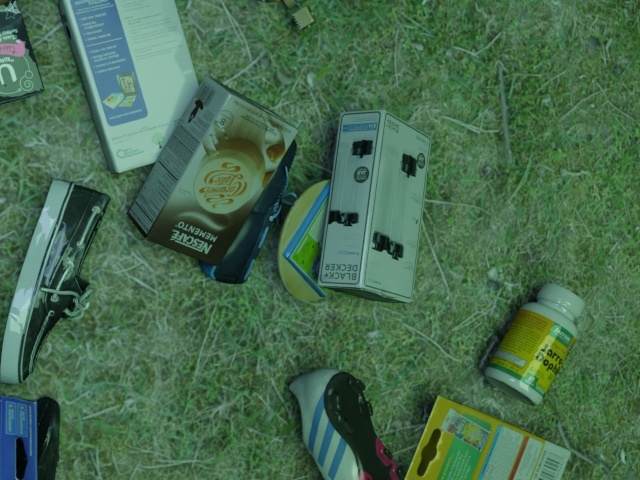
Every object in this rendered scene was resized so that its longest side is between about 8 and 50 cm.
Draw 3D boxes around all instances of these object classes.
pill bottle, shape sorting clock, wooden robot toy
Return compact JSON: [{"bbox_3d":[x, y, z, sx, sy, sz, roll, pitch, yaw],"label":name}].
[{"bbox_3d":[0.400,0.188,1.737,0.118,0.118,0.208,37,78,-22],"label":"pill bottle"},{"bbox_3d":[0.000,0.000,1.552,0.206,0.040,0.206,-17,114,-44],"label":"shape sorting clock"},{"bbox_3d":[-0.081,-0.408,1.522,0.079,0.076,0.173,-30,109,17],"label":"wooden robot toy"}]

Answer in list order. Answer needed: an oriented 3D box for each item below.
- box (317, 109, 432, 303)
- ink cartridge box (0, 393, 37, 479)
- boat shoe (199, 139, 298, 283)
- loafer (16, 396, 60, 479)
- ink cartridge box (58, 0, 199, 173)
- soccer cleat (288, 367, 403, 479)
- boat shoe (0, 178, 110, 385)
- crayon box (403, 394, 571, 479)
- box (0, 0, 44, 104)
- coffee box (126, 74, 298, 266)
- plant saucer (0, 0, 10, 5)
[{"bbox_3d":[0.091,-0.051,1.542,0.169,0.087,0.289,17,77,-54],"label":"box"},{"bbox_3d":[-0.535,0.286,1.260,0.311,0.065,0.185,6,102,4],"label":"ink cartridge box"},{"bbox_3d":[-0.105,-0.052,1.516,0.089,0.109,0.258,25,101,-35],"label":"boat shoe"},{"bbox_3d":[-0.420,0.320,1.418,0.061,0.062,0.170,31,70,-62],"label":"loafer"},{"bbox_3d":[-0.285,-0.281,1.427,0.166,0.065,0.332,-18,102,-22],"label":"ink cartridge box"},{"bbox_3d":[0.045,0.362,1.580,0.116,0.143,0.331,-26,104,-39],"label":"soccer cleat"},{"bbox_3d":[-0.383,0.068,1.380,0.105,0.113,0.306,16,77,-10],"label":"boat shoe"},{"bbox_3d":[0.282,0.417,1.719,0.323,0.083,0.203,26,83,-24],"label":"crayon box"},{"bbox_3d":[-0.522,-0.230,1.268,0.247,0.163,0.142,-18,103,-23],"label":"box"},{"bbox_3d":[-0.163,-0.102,1.421,0.141,0.098,0.246,24,102,-39],"label":"coffee box"},{"bbox_3d":[-0.494,-0.404,1.244,0.278,0.041,0.277,5,55,-7],"label":"plant saucer"}]
